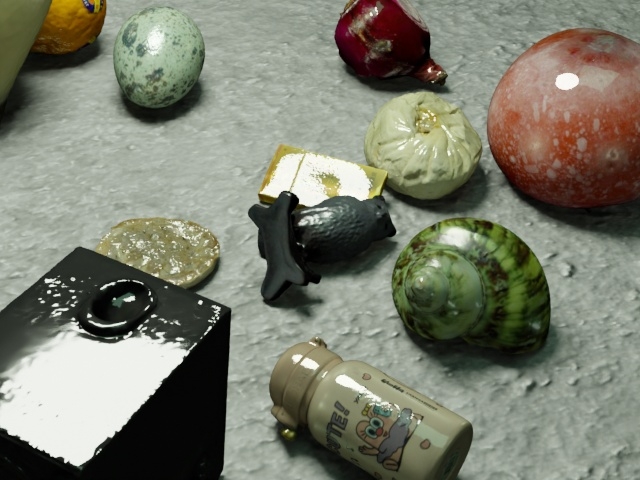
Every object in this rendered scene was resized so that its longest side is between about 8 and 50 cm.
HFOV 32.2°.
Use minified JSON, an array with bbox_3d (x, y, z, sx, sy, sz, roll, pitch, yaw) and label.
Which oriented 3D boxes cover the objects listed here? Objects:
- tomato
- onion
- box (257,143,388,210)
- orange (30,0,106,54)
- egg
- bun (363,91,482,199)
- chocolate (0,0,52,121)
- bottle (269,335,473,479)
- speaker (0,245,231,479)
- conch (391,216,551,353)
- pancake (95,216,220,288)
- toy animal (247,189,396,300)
[{"bbox_3d":[0.370,-0.174,1.524,0.270,0.227,0.270,3,40,-2],"label":"tomato"},{"bbox_3d":[0.107,-0.303,1.744,0.198,0.135,0.173,53,25,-4],"label":"onion"},{"bbox_3d":[0.004,-0.073,1.475,0.156,0.022,0.089,17,61,11],"label":"box"},{"bbox_3d":[-0.413,-0.361,1.679,0.177,0.155,0.177,-5,3,0],"label":"orange"},{"bbox_3d":[-0.238,-0.265,1.618,0.132,0.132,0.172,10,51,3],"label":"egg"},{"bbox_3d":[0.143,-0.139,1.534,0.164,0.111,0.188,13,36,4],"label":"bun"},{"bbox_3d":[-0.509,-0.331,1.449,0.314,0.297,0.326,26,32,-27],"label":"chocolate"},{"bbox_3d":[0.041,0.184,1.127,0.209,0.097,0.110,27,80,25],"label":"bottle"},{"bbox_3d":[-0.211,0.179,0.977,0.184,0.232,0.254,21,39,19],"label":"speaker"},{"bbox_3d":[0.176,0.054,1.286,0.181,0.124,0.187,-30,59,-34],"label":"conch"},{"bbox_3d":[-0.199,0.013,1.357,0.151,0.025,0.152,4,39,-3],"label":"pancake"},{"bbox_3d":[0.001,0.000,1.382,0.210,0.121,0.117,-10,-7,-45],"label":"toy animal"}]
